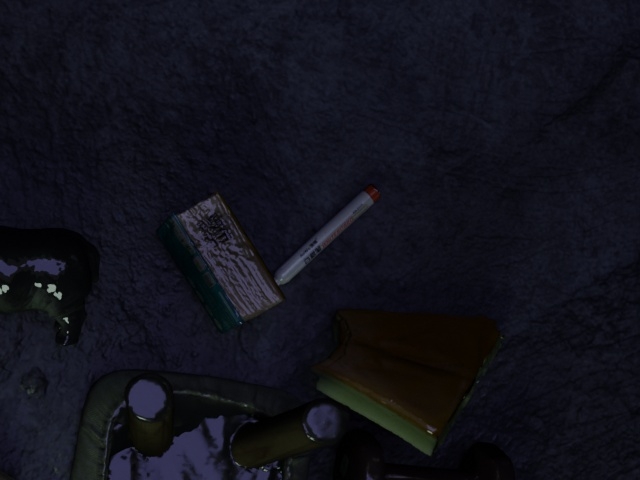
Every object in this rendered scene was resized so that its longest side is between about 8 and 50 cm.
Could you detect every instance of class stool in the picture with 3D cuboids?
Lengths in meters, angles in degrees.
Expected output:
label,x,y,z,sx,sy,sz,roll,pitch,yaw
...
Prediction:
label,x,y,z,sx,sy,sz,roll,pitch,yaw
stool,-0.144,0.313,1.536,0.310,0.226,0.310,9,78,-14

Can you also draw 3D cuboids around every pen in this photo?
label,x,y,z,sx,sy,sz,roll,pitch,yaw
pen,0.000,0.000,1.721,0.218,0.026,0.026,-42,94,-17

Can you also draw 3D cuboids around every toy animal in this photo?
label,x,y,z,sx,sy,sz,roll,pitch,yaw
toy animal,-0.437,0.030,1.522,0.343,0.106,0.168,20,98,-22

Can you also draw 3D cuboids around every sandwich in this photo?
label,x,y,z,sx,sy,sz,roll,pitch,yaw
sandwich,0.114,0.146,1.690,0.212,0.063,0.245,29,41,11

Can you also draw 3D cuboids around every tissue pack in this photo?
label,x,y,z,sx,sy,sz,roll,pitch,yaw
tissue pack,-0.129,0.029,1.633,0.082,0.120,0.169,-32,90,-20

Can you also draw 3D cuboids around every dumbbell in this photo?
label,x,y,z,sx,sy,sz,roll,pitch,yaw
dumbbell,0.133,0.323,1.655,0.225,0.140,0.124,8,100,-16

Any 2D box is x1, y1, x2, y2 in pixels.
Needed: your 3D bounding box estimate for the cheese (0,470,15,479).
label,x,y,z,sx,sy,sz,roll,pitch,yaw
cheese,-0.409,0.420,1.524,0.163,0.082,0.286,-18,90,-15
